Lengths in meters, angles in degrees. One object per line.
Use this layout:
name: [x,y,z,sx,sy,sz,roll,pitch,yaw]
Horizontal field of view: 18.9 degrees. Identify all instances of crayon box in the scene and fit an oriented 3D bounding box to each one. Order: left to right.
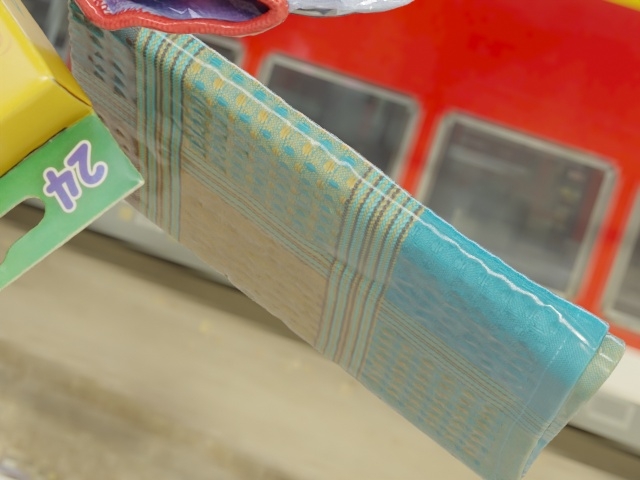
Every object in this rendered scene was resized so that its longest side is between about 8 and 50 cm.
crayon box: [-0.276,-0.106,1.099,0.323,0.203,0.083,54,3,14]

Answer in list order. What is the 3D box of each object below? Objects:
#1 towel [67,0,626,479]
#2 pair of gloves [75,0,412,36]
towel: [0.000,0.000,1.159,0.370,0.040,0.271,37,-20,7]
pair of gloves: [-0.048,-0.068,0.449,0.198,0.023,0.159,6,14,25]
